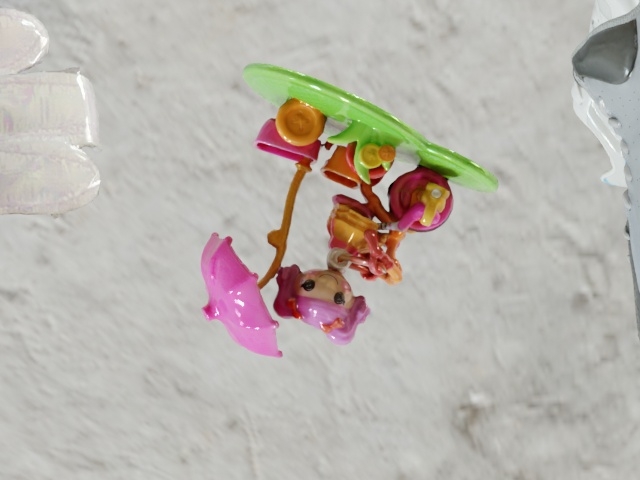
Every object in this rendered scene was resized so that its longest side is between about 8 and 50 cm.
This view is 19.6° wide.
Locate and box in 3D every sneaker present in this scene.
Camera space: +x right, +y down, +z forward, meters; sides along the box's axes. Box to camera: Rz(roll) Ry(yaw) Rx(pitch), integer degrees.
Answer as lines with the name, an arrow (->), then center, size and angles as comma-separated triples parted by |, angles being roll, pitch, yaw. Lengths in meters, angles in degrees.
sneaker -> 0.232, -0.136, 1.408 | 0.092, 0.228, 0.087 | -6, 28, 27
sneaker -> 0.191, -0.047, 1.041 | 0.086, 0.228, 0.132 | -15, 36, -32

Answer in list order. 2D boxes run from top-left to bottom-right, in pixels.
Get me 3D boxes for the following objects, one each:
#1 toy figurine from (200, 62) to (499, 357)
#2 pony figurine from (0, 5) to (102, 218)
toy figurine -> 0.000, 0.000, 1.133 | 0.173, 0.130, 0.159 | 25, 83, -3
pony figurine -> -0.268, -0.134, 0.630 | 0.351, 0.363, 0.302 | -4, 87, -26
